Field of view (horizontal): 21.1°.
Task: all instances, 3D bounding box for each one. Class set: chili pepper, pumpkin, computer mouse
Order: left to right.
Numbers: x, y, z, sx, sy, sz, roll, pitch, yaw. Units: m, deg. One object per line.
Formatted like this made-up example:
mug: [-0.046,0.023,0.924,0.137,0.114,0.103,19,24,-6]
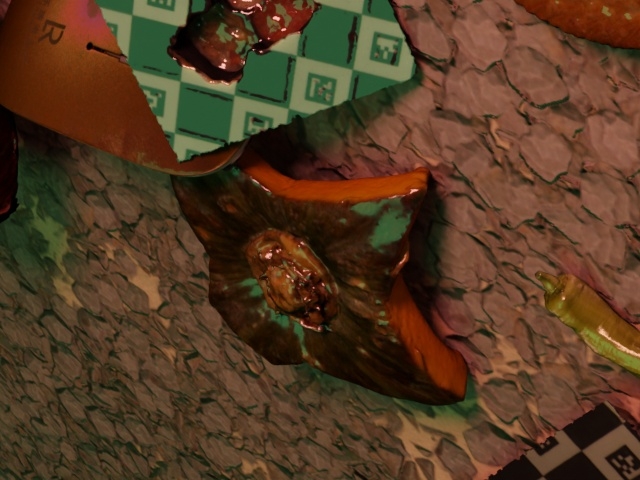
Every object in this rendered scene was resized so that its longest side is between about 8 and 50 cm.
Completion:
computer mouse: [-0.178,-0.159,1.505,0.310,0.158,0.072,23,-178,33]
pumpkin: [-0.013,0.012,1.522,0.290,0.095,0.258,19,133,32]
chili pepper: [0.255,0.087,1.346,0.208,0.043,0.049,32,119,15]

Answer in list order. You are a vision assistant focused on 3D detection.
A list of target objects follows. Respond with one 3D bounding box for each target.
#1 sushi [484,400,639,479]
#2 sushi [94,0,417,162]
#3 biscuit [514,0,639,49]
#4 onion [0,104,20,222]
sushi: [0.293,0.316,1.510,0.359,0.064,0.343,47,143,4]
sushi: [-0.060,-0.200,1.373,0.231,0.047,0.220,-18,110,25]
biscuit: [0.174,-0.254,1.086,0.305,0.038,0.305,32,143,27]
onion: [-0.398,-0.134,1.699,0.272,0.195,0.272,164,90,-74]
